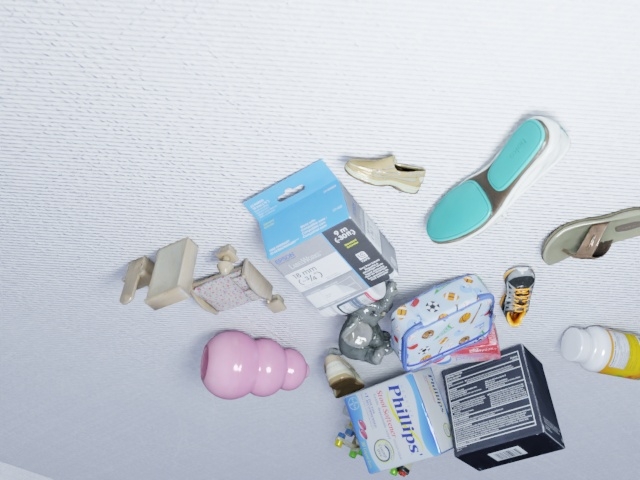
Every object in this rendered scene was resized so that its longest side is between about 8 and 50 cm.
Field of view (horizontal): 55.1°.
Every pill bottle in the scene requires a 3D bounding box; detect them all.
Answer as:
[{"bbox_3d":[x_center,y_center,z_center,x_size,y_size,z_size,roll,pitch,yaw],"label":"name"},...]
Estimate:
[{"bbox_3d":[0.855,0.331,1.833,0.245,0.136,0.136,12,137,-12],"label":"pill bottle"},{"bbox_3d":[0.076,0.140,1.663,0.180,0.108,0.108,-29,130,29],"label":"pill bottle"}]

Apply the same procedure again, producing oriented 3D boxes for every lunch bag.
[{"bbox_3d":[0.343,0.235,1.700,0.303,0.115,0.243,-20,136,-11],"label":"lunch bag"}]

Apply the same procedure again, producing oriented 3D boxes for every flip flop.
[{"bbox_3d":[0.685,0.001,1.513,0.277,0.080,0.112,-17,135,19],"label":"flip flop"}]

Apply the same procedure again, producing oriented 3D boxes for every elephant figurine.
[{"bbox_3d":[0.119,0.226,1.750,0.169,0.186,0.240,26,143,42],"label":"elephant figurine"}]

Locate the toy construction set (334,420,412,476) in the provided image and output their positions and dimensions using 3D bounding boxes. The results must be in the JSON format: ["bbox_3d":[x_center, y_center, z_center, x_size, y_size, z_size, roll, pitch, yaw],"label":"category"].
[{"bbox_3d":[0.234,0.807,2.349,0.327,0.151,0.215,27,154,-27],"label":"toy construction set"}]

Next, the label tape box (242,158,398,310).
[{"bbox_3d":[0.000,0.000,1.480,0.240,0.106,0.334,-27,126,23],"label":"label tape box"}]

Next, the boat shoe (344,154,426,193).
[{"bbox_3d":[0.147,-0.161,1.370,0.189,0.068,0.072,9,126,-23],"label":"boat shoe"}]

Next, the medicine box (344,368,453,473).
[{"bbox_3d":[0.262,0.587,2.008,0.289,0.264,0.149,-30,160,33],"label":"medicine box"}]

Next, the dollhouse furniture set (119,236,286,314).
[{"bbox_3d":[-0.314,0.179,1.669,0.303,0.174,0.355,-20,134,22],"label":"dollhouse furniture set"}]

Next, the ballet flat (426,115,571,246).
[{"bbox_3d":[0.403,-0.110,1.378,0.139,0.139,0.400,21,134,-20],"label":"ballet flat"}]

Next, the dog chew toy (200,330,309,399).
[{"bbox_3d":[-0.194,0.389,1.891,0.331,0.207,0.207,9,138,-21],"label":"dog chew toy"}]

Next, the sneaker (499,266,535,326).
[{"bbox_3d":[0.546,0.153,1.686,0.084,0.083,0.215,-2,137,6],"label":"sneaker"}]

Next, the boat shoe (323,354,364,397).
[{"bbox_3d":[0.071,0.443,2.011,0.109,0.098,0.302,-24,154,2],"label":"boat shoe"}]

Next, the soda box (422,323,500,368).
[{"bbox_3d":[0.409,0.323,1.876,0.263,0.084,0.092,-10,137,13],"label":"soda box"}]

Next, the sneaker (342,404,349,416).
[{"bbox_3d":[0.189,0.646,2.247,0.121,0.099,0.262,-23,127,38],"label":"sneaker"}]

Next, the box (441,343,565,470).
[{"bbox_3d":[0.571,0.530,1.944,0.296,0.294,0.182,-27,134,28],"label":"box"}]
